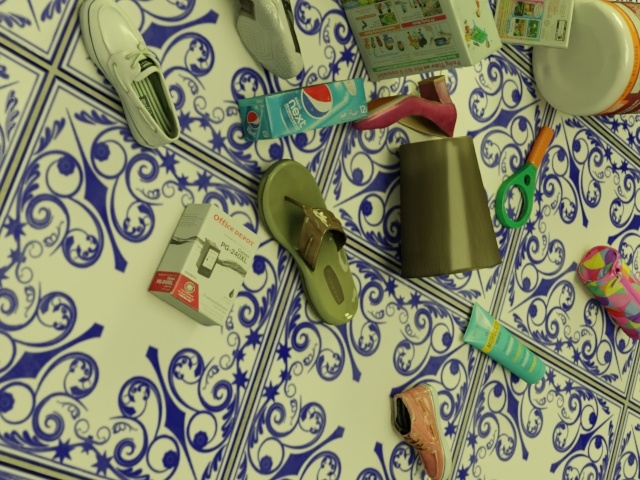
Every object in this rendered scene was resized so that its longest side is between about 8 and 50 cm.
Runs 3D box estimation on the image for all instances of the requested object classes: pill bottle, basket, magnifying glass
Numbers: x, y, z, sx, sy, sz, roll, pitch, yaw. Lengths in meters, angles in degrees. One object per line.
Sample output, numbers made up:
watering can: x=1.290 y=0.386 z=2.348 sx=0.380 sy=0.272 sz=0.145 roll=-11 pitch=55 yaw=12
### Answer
pill bottle: x=0.627 y=-0.365 z=2.196 sx=0.392 sy=0.224 sz=0.224 roll=-8 pitch=96 yaw=-41
basket: x=0.213 y=-0.061 z=1.887 sx=0.204 sy=0.154 sz=0.227 roll=-9 pitch=93 yaw=-42
magnifying glass: x=0.401 y=-0.125 z=2.134 sx=0.092 sy=0.026 sz=0.231 roll=43 pitch=65 yaw=-33

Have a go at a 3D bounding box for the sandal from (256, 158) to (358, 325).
sandal: x=0.001 y=0.000 z=1.736 sx=0.120 sy=0.086 sz=0.303 roll=-44 pitch=118 yaw=-32

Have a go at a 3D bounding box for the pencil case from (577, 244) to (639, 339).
pencil case: x=0.628 y=0.110 z=2.288 sx=0.236 sy=0.104 sz=0.104 roll=44 pitch=63 yaw=-34

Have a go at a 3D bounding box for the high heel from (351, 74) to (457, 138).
high heel: x=0.148 y=-0.198 z=1.877 sx=0.244 sy=0.082 sz=0.117 roll=-31 pitch=113 yaw=-45

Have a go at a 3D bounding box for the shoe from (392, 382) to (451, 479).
shoe: x=0.173 y=0.344 z=1.913 sx=0.081 sy=0.063 sz=0.178 roll=-12 pitch=93 yaw=-40

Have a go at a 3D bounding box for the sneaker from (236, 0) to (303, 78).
sneaker: x=-0.063 y=-0.390 z=1.661 sx=0.153 sy=0.101 sz=0.269 roll=-39 pitch=113 yaw=-32

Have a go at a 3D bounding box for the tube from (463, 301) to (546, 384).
tube: x=0.346 y=0.202 z=2.076 sx=0.207 sy=0.052 sz=0.080 roll=37 pitch=57 yaw=-29

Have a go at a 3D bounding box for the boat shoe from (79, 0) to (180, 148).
boat shoe: x=-0.252 y=-0.237 z=1.515 sx=0.083 sy=0.075 sz=0.226 roll=-41 pitch=116 yaw=-34

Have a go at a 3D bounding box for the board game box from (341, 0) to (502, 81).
board game box: x=0.136 y=-0.421 z=1.761 sx=0.097 sy=0.224 sz=0.303 roll=-36 pitch=114 yaw=-38

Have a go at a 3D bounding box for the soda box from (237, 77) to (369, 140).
soda box: x=-0.024 y=-0.207 z=1.721 sx=0.210 sy=0.071 sz=0.067 roll=-19 pitch=103 yaw=-40

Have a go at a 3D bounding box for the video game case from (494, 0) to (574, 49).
video game case: x=0.404 y=-0.443 z=2.064 sx=0.019 sy=0.143 sz=0.157 roll=41 pitch=58 yaw=-75

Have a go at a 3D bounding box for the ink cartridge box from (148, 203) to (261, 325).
ink cartridge box: x=-0.167 y=0.034 z=1.602 sx=0.109 sy=0.063 sz=0.151 roll=36 pitch=68 yaw=-36
